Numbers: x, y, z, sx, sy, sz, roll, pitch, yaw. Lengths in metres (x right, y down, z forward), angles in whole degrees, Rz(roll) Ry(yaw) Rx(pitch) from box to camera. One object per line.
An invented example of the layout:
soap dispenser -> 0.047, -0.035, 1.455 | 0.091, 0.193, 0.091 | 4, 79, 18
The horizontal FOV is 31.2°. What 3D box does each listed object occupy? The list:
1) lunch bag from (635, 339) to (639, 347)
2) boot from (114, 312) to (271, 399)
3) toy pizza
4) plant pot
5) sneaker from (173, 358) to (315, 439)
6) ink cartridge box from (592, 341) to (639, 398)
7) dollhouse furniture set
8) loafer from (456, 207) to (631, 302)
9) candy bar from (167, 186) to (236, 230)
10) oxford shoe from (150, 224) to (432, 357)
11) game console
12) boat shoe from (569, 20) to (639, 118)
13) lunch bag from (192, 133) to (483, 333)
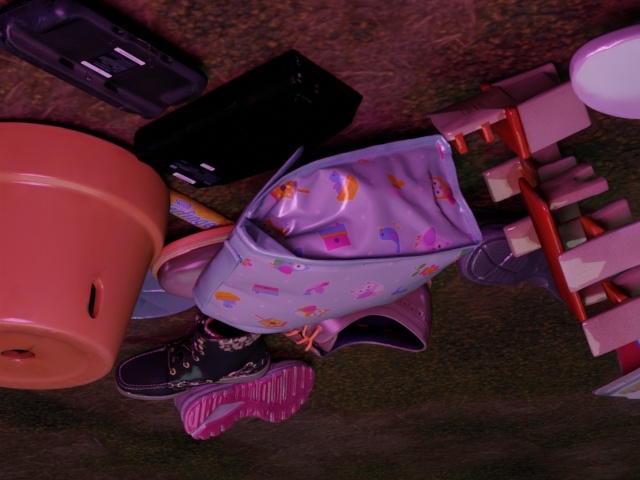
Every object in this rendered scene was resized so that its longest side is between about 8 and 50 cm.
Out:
lunch bag -> 0.465, 0.077, 1.526 | 0.096, 0.151, 0.129 | 4, 154, -18
boot -> -0.187, 0.156, 1.667 | 0.236, 0.085, 0.178 | -7, 153, -8
toy pizza -> -0.247, 0.054, 1.503 | 0.201, 0.032, 0.201 | -3, 155, -1
plant pot -> -0.312, 0.034, 1.234 | 0.291, 0.203, 0.291 | 0, 154, 0
sneaker -> -0.125, 0.228, 1.823 | 0.252, 0.111, 0.103 | -7, 120, -35
ink cartridge box -> 0.575, 0.126, 1.662 | 0.272, 0.130, 0.309 | 5, 152, -24
dollhouse furniture set -> 0.221, -0.034, 1.158 | 0.135, 0.262, 0.259 | -24, 114, 1
loafer -> 0.281, 0.007, 1.454 | 0.302, 0.095, 0.109 | 10, 121, -35
candy bar -> -0.164, -0.038, 1.342 | 0.040, 0.018, 0.161 | -21, 150, 30
oxford shoe -> -0.028, 0.067, 1.413 | 0.364, 0.133, 0.130 | 5, 148, -14
game console -> -0.137, -0.148, 1.093 | 0.213, 0.044, 0.361 | -22, 151, 31
boat shoe -> 0.355, -0.184, 1.046 | 0.267, 0.088, 0.096 | -13, 130, 5
lunch bag -> 0.000, 0.000, 1.231 | 0.262, 0.160, 0.223 | -11, 165, -24
